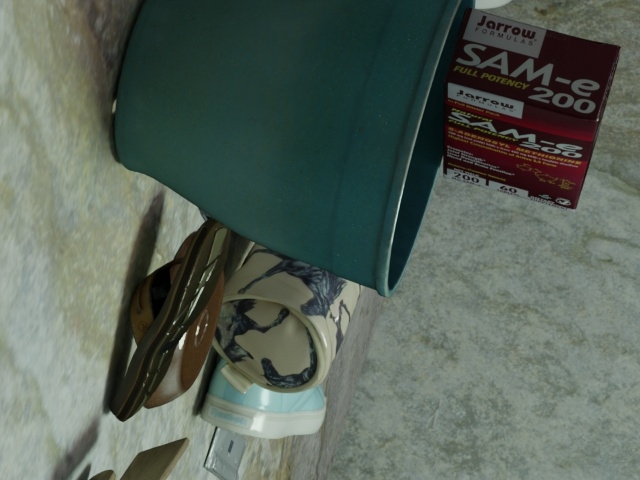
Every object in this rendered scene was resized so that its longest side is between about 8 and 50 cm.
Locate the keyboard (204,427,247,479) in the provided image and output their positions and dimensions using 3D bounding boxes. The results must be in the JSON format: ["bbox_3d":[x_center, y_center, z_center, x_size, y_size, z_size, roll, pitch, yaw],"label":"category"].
[{"bbox_3d":[-0.131,0.299,2.273,0.256,0.014,0.072,72,29,-75],"label":"keyboard"}]

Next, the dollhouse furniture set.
[{"bbox_3d":[-0.174,0.298,1.543,0.151,0.144,0.123,64,22,-15],"label":"dollhouse furniture set"}]

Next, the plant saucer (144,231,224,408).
[{"bbox_3d":[-0.142,0.090,1.737,0.198,0.036,0.198,16,90,-81],"label":"plant saucer"}]

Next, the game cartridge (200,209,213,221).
[{"bbox_3d":[-0.112,-0.045,1.760,0.083,0.017,0.056,73,30,-75],"label":"game cartridge"}]

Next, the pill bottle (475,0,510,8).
[{"bbox_3d":[0.231,-0.547,2.411,0.210,0.210,0.362,-60,163,-60],"label":"pill bottle"}]

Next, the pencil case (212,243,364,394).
[{"bbox_3d":[0.000,0.000,1.985,0.410,0.160,0.183,-62,-178,-40],"label":"pencil case"}]

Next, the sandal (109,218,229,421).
[{"bbox_3d":[-0.157,0.072,1.562,0.219,0.060,0.090,-62,169,15],"label":"sandal"}]

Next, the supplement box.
[{"bbox_3d":[0.175,-0.106,1.384,0.239,0.130,0.073,75,31,-72],"label":"supplement box"}]

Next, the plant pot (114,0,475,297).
[{"bbox_3d":[-0.027,-0.116,1.366,0.271,0.255,0.271,16,90,-82],"label":"plant pot"}]

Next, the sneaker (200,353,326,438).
[{"bbox_3d":[-0.051,0.170,2.135,0.366,0.135,0.150,-1,109,-82],"label":"sneaker"}]
